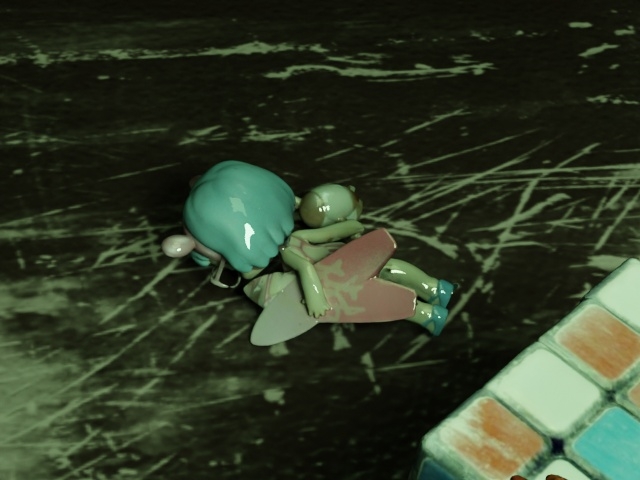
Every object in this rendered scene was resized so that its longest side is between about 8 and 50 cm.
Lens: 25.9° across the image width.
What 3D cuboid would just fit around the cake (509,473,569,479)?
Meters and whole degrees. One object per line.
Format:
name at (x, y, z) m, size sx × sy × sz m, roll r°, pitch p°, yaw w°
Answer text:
cake at (0.042, 0.325, 0.723) m, size 0.269 × 0.319 × 0.270 m, roll 53°, pitch 42°, yaw -10°

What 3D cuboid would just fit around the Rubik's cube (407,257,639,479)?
Rubik's cube at (0.212, 0.215, 0.949) m, size 0.253 × 0.256 × 0.259 m, roll -32°, pitch 59°, yaw -33°

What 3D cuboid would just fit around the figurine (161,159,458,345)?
figurine at (0.002, -0.004, 1.238) m, size 0.260 × 0.103 × 0.205 m, roll 21°, pitch 48°, yaw -1°
